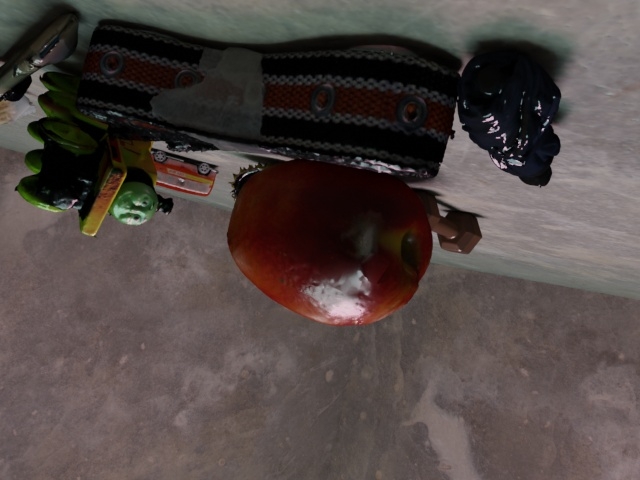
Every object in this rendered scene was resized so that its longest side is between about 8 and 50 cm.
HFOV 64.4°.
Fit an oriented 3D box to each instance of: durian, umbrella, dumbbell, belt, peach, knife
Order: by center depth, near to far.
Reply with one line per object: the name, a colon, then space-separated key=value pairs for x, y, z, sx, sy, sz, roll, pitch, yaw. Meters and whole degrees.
umbrella: x=0.169 y=-0.081 z=0.437 sx=0.071 sy=0.071 sz=0.248 roll=12 pitch=175 yaw=27
belt: x=-0.061 y=-0.121 z=0.454 sx=0.359 sy=0.094 sz=0.126 roll=11 pitch=177 yaw=25
knife: x=-0.340 y=-0.186 z=0.575 sx=0.365 sy=0.089 sz=0.043 roll=7 pitch=161 yaw=48
peach: x=0.000 y=0.000 z=0.829 sx=0.338 sy=0.281 sz=0.281 roll=6 pitch=174 yaw=34
dumbbell: x=0.230 y=-0.032 z=0.990 sx=0.092 sy=0.082 sz=0.231 roll=12 pitch=177 yaw=43
durian: x=-0.074 y=-0.110 z=0.999 sx=0.187 sy=0.119 sz=0.108 roll=25 pitch=-145 yaw=-1

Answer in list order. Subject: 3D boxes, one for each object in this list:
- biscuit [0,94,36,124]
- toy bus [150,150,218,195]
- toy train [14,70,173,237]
biscuit: x=-0.591 y=-0.190 z=0.736 sx=0.186 sy=0.079 sz=0.309 roll=11 pitch=-152 yaw=3
toy bus: x=-0.333 y=-0.156 z=1.193 sx=0.174 sy=0.077 sz=0.079 roll=14 pitch=177 yaw=-17
toy train: x=-0.268 y=-0.110 z=0.616 sx=0.160 sy=0.100 sz=0.296 roll=20 pitch=-158 yaw=-35
